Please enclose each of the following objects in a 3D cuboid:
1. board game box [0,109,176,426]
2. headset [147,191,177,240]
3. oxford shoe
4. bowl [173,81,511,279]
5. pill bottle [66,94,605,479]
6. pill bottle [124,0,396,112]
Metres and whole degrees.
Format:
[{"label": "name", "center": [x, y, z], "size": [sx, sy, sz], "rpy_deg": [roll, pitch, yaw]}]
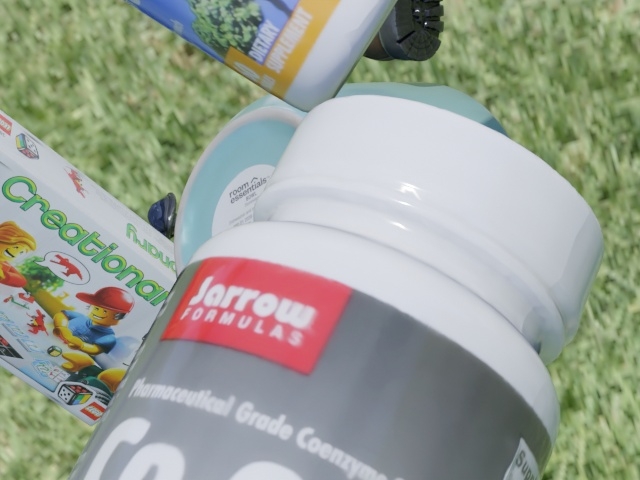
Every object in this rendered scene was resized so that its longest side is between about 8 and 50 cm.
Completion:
[{"label": "board game box", "center": [-0.241, 0.030, 1.517], "size": [0.193, 0.305, 0.053], "rpy_deg": [-34, 36, 25]}, {"label": "headset", "center": [-0.129, 0.110, 1.997], "size": [0.243, 0.394, 0.185], "rpy_deg": [-8, 42, 9]}, {"label": "oxford shoe", "center": [0.043, -0.259, 1.413], "size": [0.096, 0.083, 0.227], "rpy_deg": [3, 92, 44]}, {"label": "bowl", "center": [0.000, 0.000, 1.393], "size": [0.312, 0.163, 0.311], "rpy_deg": [-16, 66, 40]}, {"label": "pill bottle", "center": [-0.008, 0.095, 0.651], "size": [0.161, 0.161, 0.283], "rpy_deg": [14, 65, 28]}, {"label": "pill bottle", "center": [-0.076, -0.185, 0.739], "size": [0.272, 0.152, 0.152], "rpy_deg": [32, 67, -1]}]
